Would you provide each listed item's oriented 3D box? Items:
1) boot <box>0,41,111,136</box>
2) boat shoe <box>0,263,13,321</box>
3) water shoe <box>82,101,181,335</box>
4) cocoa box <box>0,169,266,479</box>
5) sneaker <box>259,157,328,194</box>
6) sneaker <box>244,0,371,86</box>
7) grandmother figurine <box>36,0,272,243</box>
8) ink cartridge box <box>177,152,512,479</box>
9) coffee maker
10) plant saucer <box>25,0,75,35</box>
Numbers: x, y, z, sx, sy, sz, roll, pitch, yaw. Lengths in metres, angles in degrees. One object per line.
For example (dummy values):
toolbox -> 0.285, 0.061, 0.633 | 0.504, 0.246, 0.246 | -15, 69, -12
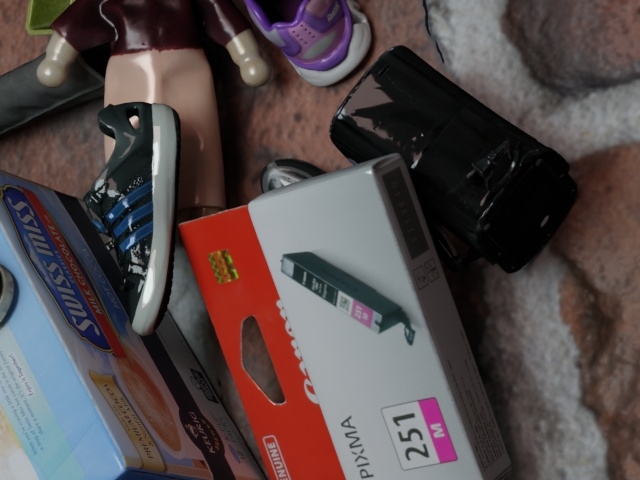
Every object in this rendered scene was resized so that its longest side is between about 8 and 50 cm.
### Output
boot -> -0.301, -0.136, 1.817 | 0.208, 0.189, 0.076 | -13, 90, 30
boat shoe -> -0.361, 0.012, 1.602 | 0.233, 0.079, 0.084 | 17, 87, 33
water shoe -> -0.164, -0.018, 1.652 | 0.080, 0.073, 0.203 | 3, 77, -1
cocoa box -> -0.256, 0.141, 1.688 | 0.231, 0.228, 0.347 | -40, 61, 15
sneaker -> 0.000, 0.000, 1.664 | 0.067, 0.078, 0.188 | -36, 62, 17
sneaker -> -0.043, -0.251, 1.737 | 0.095, 0.104, 0.236 | -39, 61, 18
grandmother figurine -> -0.152, -0.167, 1.741 | 0.207, 0.104, 0.342 | -1, 84, -12
ink cartridge box -> 0.003, 0.090, 1.568 | 0.239, 0.060, 0.275 | -16, 97, 33
coffee maker -> 0.106, -0.079, 1.571 | 0.120, 0.171, 0.178 | -41, 59, -21
plant saucer -> -0.187, -0.285, 1.862 | 0.188, 0.045, 0.188 | 1, 79, 30
